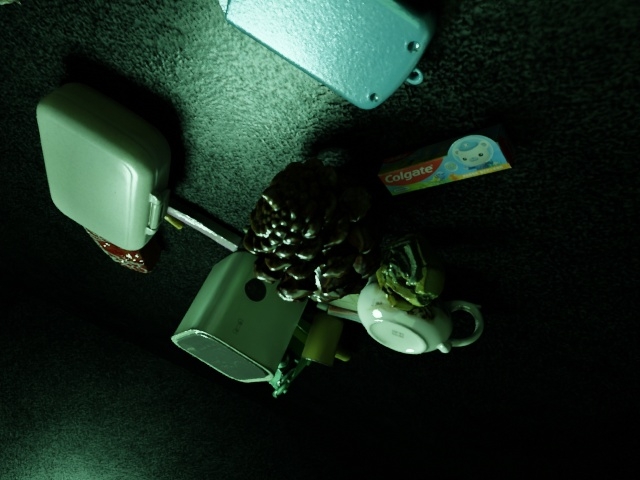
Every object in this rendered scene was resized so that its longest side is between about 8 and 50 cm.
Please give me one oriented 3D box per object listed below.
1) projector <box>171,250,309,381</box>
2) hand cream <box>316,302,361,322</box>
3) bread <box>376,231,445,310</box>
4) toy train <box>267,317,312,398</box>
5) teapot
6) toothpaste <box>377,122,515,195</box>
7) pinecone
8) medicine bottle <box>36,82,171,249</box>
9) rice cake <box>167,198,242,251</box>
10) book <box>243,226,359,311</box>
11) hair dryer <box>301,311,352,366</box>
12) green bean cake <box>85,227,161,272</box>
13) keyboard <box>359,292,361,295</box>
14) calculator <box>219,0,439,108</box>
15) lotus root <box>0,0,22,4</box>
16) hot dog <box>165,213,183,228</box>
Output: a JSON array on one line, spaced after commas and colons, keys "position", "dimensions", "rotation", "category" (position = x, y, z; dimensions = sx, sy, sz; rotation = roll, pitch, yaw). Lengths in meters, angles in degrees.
[{"position": [-0.211, 0.209, 1.232], "dimensions": [0.249, 0.249, 0.248], "rotation": [37, 146, -19], "category": "projector"}, {"position": [0.095, 0.198, 1.218], "dimensions": [0.217, 0.038, 0.052], "rotation": [16, 172, 3], "category": "hand cream"}, {"position": [0.163, 0.057, 0.843], "dimensions": [0.117, 0.156, 0.064], "rotation": [-41, 123, 18], "category": "bread"}, {"position": [-0.105, 0.379, 1.464], "dimensions": [0.120, 0.202, 0.300], "rotation": [39, 151, 14], "category": "toy train"}, {"position": [0.193, 0.156, 0.989], "dimensions": [0.299, 0.139, 0.204], "rotation": [21, 147, 11], "category": "teapot"}, {"position": [0.173, -0.121, 0.672], "dimensions": [0.194, 0.044, 0.070], "rotation": [-10, 133, 43], "category": "toothpaste"}, {"position": [0.000, 0.000, 0.798], "dimensions": [0.244, 0.243, 0.309], "rotation": [7, 163, 27], "category": "pinecone"}, {"position": [-0.456, -0.139, 0.983], "dimensions": [0.283, 0.122, 0.375], "rotation": [33, 141, -3], "category": "medicine bottle"}, {"position": [-0.286, -0.039, 1.118], "dimensions": [0.207, 0.036, 0.047], "rotation": [32, 138, -11], "category": "rice cake"}, {"position": [-0.036, 0.068, 1.081], "dimensions": [0.215, 0.025, 0.282], "rotation": [8, 147, 47], "category": "book"}, {"position": [0.039, 0.304, 1.352], "dimensions": [0.090, 0.134, 0.278], "rotation": [9, 162, 24], "category": "hair dryer"}, {"position": [-0.533, -0.002, 1.285], "dimensions": [0.199, 0.097, 0.232], "rotation": [12, 146, 20], "category": "green bean cake"}, {"position": [0.114, 0.135, 1.125], "dimensions": [0.130, 0.015, 0.049], "rotation": [11, 151, 21], "category": "keyboard"}, {"position": [0.004, -0.274, 0.552], "dimensions": [0.293, 0.051, 0.173], "rotation": [30, 147, -10], "category": "calculator"}, {"position": [-0.578, -0.464, 0.654], "dimensions": [0.330, 0.078, 0.167], "rotation": [29, 171, -11], "category": "lotus root"}, {"position": [-0.394, -0.076, 1.143], "dimensions": [0.137, 0.028, 0.044], "rotation": [46, 169, -27], "category": "hot dog"}]
